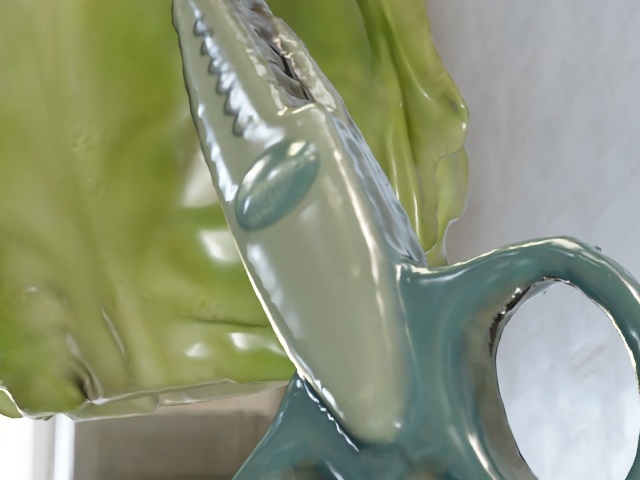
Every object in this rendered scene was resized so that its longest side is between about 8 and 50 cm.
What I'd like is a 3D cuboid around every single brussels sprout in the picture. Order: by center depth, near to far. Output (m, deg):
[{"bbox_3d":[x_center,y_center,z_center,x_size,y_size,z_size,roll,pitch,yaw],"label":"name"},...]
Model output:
[{"bbox_3d":[-0.106,-0.077,1.001,0.425,0.342,0.361,-11,92,55],"label":"brussels sprout"}]

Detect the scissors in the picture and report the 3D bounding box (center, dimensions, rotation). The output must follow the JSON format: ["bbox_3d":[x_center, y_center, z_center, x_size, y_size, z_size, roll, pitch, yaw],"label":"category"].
[{"bbox_3d":[0.000,0.000,0.444,0.138,0.041,0.289,-44,38,17],"label":"scissors"}]
